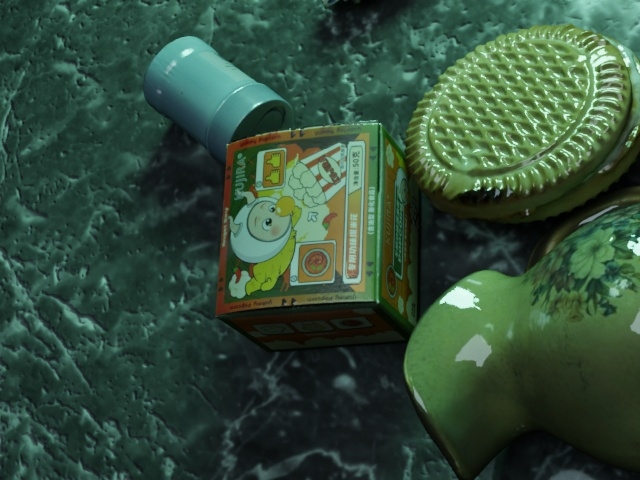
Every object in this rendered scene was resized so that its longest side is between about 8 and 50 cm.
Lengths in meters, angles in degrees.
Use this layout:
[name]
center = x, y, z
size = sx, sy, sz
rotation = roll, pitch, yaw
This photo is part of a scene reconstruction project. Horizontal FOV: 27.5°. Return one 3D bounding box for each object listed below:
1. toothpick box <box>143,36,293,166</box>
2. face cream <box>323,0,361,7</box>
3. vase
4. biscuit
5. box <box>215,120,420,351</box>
[toothpick box]
center = -0.116, -0.154, 1.491
size = 0.153, 0.101, 0.101
rotation = 39, 88, 31
[face cream]
center = 0.117, -0.358, 1.491
size = 0.283, 0.073, 0.073
rotation = -32, 61, 8
[vase]
center = 0.265, 0.066, 1.202
size = 0.302, 0.241, 0.329
rotation = -12, 37, 32
[biscuit]
center = 0.209, -0.120, 1.323
size = 0.259, 0.079, 0.259
rotation = -18, 47, 21
[box]
center = 0.000, 0.000, 1.355
size = 0.177, 0.148, 0.195
rotation = -6, 67, 22
